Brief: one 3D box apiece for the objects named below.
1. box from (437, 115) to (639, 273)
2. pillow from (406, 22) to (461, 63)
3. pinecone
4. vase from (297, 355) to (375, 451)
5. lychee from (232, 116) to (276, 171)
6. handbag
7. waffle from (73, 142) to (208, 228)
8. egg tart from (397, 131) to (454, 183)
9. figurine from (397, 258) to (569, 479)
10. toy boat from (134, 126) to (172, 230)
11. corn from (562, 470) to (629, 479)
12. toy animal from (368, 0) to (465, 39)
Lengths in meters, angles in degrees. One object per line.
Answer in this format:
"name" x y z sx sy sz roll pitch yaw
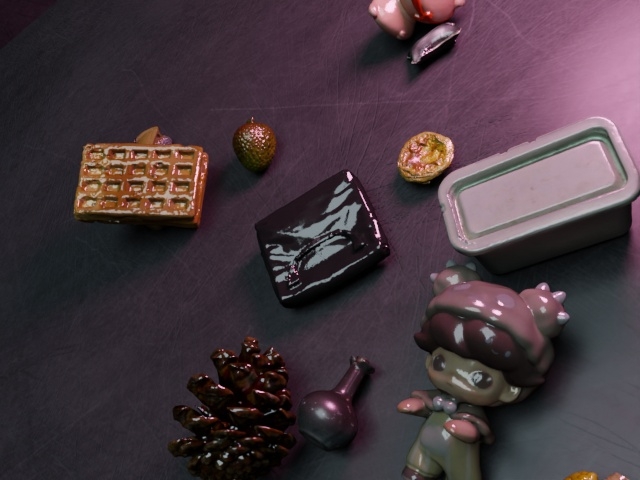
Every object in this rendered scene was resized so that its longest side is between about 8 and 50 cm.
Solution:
"box" 0.389 -0.056 1.102 0.312 0.182 0.175 -21 56 20
"pillow" 0.265 -0.466 1.473 0.135 0.055 0.091 -31 51 12
"pinecone" -0.160 0.328 1.196 0.244 0.244 0.309 -20 41 21
"vase" 0.036 0.300 1.176 0.120 0.120 0.183 18 62 36
"lychee" -0.169 -0.244 1.581 0.114 0.114 0.146 -13 77 25
"handbag" 0.000 0.000 1.367 0.275 0.088 0.244 -29 56 11
"waffle" -0.463 -0.143 1.613 0.327 0.098 0.224 3 68 2
"egg tart" 0.227 -0.171 1.342 0.130 0.052 0.130 -14 58 23
"figurine" 0.254 0.232 1.036 0.248 0.203 0.380 16 86 43
"toy boat" -0.449 -0.173 1.726 0.121 0.089 0.321 -10 61 7
"corn" 0.335 0.463 0.905 0.322 0.119 0.119 -52 51 3
"toy animal" 0.226 -0.573 1.478 0.197 0.171 0.171 -23 55 34
